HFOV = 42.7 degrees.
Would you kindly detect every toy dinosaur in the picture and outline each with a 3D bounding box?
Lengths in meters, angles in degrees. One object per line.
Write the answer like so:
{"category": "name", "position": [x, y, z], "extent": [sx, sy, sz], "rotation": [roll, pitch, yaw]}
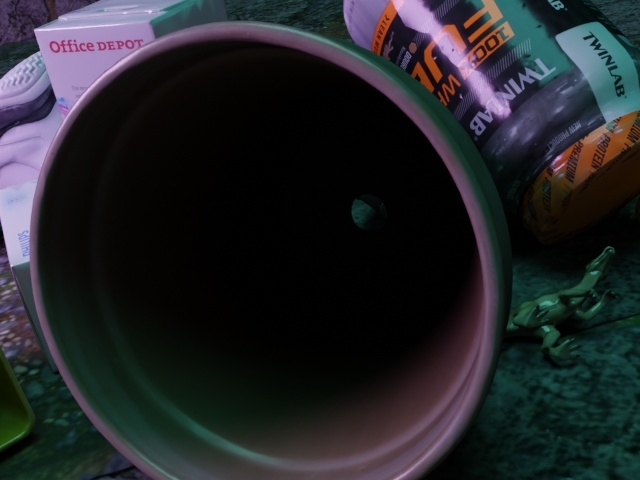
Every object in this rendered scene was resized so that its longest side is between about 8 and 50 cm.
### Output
{"category": "toy dinosaur", "position": [0.179, 0.067, 0.687], "extent": [0.183, 0.053, 0.092], "rotation": [-24, 9, -1]}

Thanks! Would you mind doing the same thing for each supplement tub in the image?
{"category": "supplement tub", "position": [0.188, -0.174, 0.834], "extent": [0.207, 0.207, 0.338], "rotation": [-23, 63, -23]}

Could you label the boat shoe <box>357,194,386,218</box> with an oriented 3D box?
{"category": "boat shoe", "position": [0.109, -0.133, 0.979], "extent": [0.091, 0.109, 0.305], "rotation": [25, 42, 3]}

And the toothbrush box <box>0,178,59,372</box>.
{"category": "toothbrush box", "position": [-0.171, -0.010, 0.866], "extent": [0.295, 0.126, 0.216], "rotation": [-20, 29, -15]}

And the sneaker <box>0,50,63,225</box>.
{"category": "sneaker", "position": [-0.373, -0.050, 1.017], "extent": [0.366, 0.210, 0.137], "rotation": [-38, 14, 27]}

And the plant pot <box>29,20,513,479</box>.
{"category": "plant pot", "position": [0.000, 0.000, 0.628], "extent": [0.323, 0.323, 0.280], "rotation": [1, 13, 22]}

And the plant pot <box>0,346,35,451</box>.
{"category": "plant pot", "position": [-0.397, 0.100, 0.660], "extent": [0.212, 0.212, 0.187], "rotation": [-30, 21, -34]}

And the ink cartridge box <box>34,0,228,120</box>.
{"category": "ink cartridge box", "position": [-0.155, -0.135, 0.765], "extent": [0.128, 0.176, 0.127], "rotation": [4, 32, 23]}

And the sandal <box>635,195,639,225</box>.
{"category": "sandal", "position": [0.331, -0.014, 0.707], "extent": [0.102, 0.076, 0.265], "rotation": [-44, 21, 9]}
